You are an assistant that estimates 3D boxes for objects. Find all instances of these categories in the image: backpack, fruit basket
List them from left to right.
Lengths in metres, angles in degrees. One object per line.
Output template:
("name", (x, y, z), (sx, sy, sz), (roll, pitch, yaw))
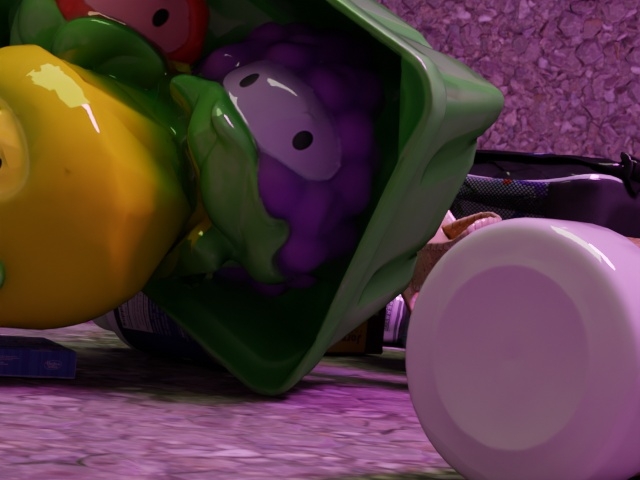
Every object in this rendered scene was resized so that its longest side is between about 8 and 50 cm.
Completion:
("fruit basket", (-0.121, -0.077, 1.056), (0.392, 0.283, 0.392), (22, 24, -10))
("backpack", (0.154, 0.013, 1.336), (0.253, 0.191, 0.225), (15, 3, 40))

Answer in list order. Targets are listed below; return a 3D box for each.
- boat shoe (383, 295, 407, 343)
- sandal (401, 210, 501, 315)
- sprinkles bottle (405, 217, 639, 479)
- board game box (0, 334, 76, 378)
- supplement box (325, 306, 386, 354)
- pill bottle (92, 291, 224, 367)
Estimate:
("boat shoe", (0.099, 0.063, 1.642), (0.076, 0.080, 0.228), (11, 2, 5))
("sandal", (0.092, 0.004, 1.160), (0.088, 0.240, 0.079), (-27, -28, -21))
("sprinkles bottle", (0.191, 0.058, 0.840), (0.121, 0.121, 0.355), (5, 1, 39))
("board game box", (-0.210, 0.072, 1.062), (0.090, 0.020, 0.090), (5, 0, -23))
("supplement box", (0.000, 0.000, 1.417), (0.104, 0.188, 0.080), (4, 2, -43))
("pill bottle", (-0.101, 0.042, 1.236), (0.094, 0.094, 0.169), (4, 1, -44))
